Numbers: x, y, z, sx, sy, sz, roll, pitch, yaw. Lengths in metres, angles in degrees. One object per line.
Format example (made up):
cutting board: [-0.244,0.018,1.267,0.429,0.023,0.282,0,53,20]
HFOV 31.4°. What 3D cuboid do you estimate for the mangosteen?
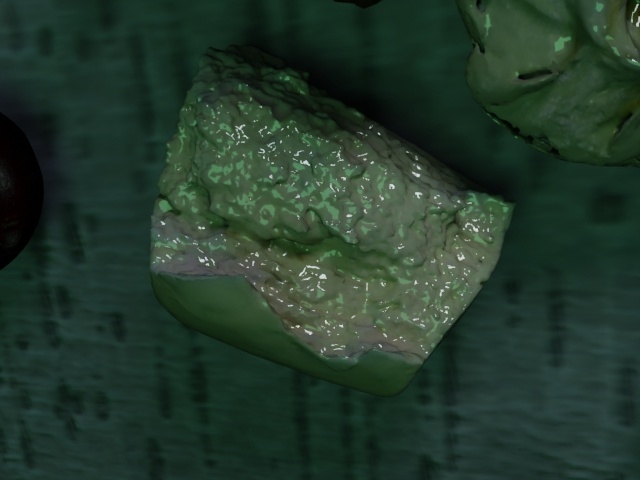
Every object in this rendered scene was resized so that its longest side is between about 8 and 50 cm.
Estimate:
mangosteen: [-0.286,-0.033,0.852,0.153,0.152,0.152,9,119,16]

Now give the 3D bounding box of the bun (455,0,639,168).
bun: [0.181,-0.139,0.620,0.239,0.141,0.239,8,121,14]

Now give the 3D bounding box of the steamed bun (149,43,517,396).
steamed bun: [0.000,0.000,0.749,0.226,0.170,0.200,21,117,8]

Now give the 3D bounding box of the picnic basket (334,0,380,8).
picnic basket: [-0.092,-0.238,0.558,0.337,0.293,0.337,-1,96,-10]
